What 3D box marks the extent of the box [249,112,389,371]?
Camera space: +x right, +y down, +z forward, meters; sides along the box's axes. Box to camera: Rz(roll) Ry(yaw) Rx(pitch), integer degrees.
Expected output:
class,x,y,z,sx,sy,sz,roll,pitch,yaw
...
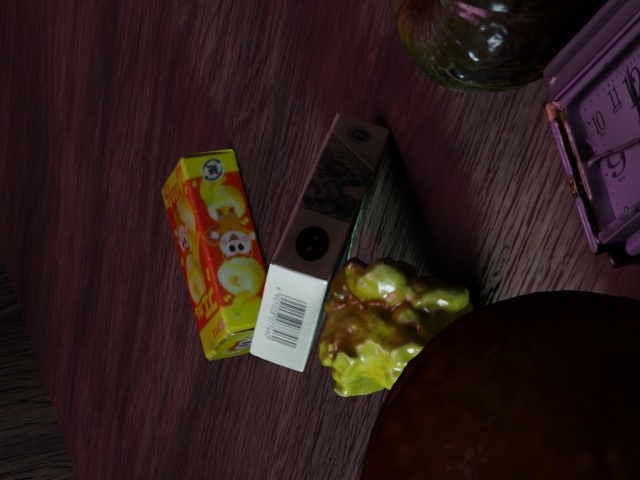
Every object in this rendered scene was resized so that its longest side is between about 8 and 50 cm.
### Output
class,x,y,z,sx,sy,sz,roll,pitch,yaw
box,0.001,0.000,2.084,0.164,0.069,0.256,105,-174,-48

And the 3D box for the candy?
class,x,y,z,sx,sy,sz,roll,pitch,yaw
candy,-0.146,0.020,2.639,0.146,0.088,0.276,131,127,-62

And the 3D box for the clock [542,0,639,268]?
class,x,y,z,sx,sy,sz,roll,pitch,yaw
clock,0.277,-0.101,1.494,0.253,0.083,0.186,132,125,-64

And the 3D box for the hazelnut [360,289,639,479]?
class,x,y,z,sx,sy,sz,roll,pitch,yaw
hazelnut,0.210,0.246,1.486,0.421,0.353,0.421,57,174,9

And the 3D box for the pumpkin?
class,x,y,z,sx,sy,sz,roll,pitch,yaw
pumpkin,0.133,-0.250,1.630,0.260,0.189,0.260,174,90,-79

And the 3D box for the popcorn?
class,x,y,z,sx,sy,sz,roll,pitch,yaw
popcorn,0.088,0.097,1.949,0.197,0.197,0.155,156,124,-69
